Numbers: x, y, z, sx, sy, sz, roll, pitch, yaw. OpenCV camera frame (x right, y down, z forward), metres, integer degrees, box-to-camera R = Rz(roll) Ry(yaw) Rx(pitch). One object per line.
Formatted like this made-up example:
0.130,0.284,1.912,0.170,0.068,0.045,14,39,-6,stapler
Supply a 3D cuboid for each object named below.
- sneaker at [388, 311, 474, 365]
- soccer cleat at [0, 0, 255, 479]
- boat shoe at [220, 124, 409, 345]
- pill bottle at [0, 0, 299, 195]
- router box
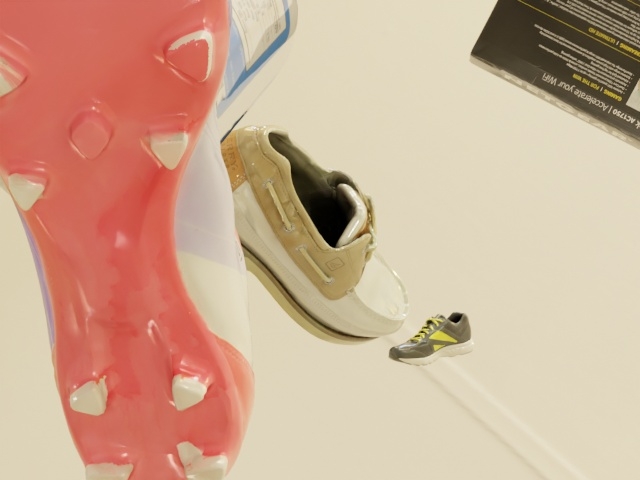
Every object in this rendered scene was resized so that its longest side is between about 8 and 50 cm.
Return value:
0.087,0.077,1.312,0.031,0.083,0.035,10,-73,50,sneaker
-0.063,-0.027,0.548,0.083,0.248,0.095,-4,-153,2,soccer cleat
0.000,0.000,1.436,0.103,0.302,0.113,-28,-129,25,boat shoe
-0.083,-0.106,0.840,0.124,0.124,0.221,-27,-164,28,pill bottle
0.223,-0.160,1.274,0.179,0.046,0.133,29,-90,7,router box
